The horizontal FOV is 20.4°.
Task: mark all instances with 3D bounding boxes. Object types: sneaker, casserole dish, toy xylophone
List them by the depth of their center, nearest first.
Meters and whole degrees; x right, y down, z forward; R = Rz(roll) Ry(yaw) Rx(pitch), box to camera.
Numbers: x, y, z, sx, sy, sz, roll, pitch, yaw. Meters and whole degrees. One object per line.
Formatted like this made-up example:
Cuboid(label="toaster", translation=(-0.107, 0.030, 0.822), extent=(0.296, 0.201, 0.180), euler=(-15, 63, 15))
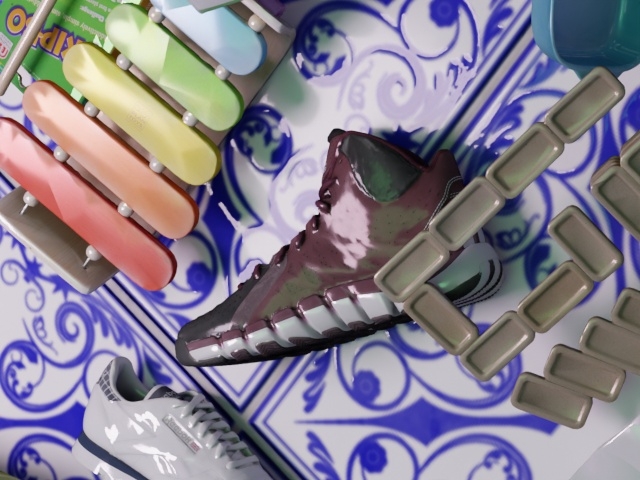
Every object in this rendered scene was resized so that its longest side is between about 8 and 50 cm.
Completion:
Cuboid(label="casserole dish", translation=(0.196, -0.205, 1.266), extent=(0.037, 0.114, 0.188), euler=(17, 105, 48))
Cuboid(label="sneaker", translation=(0.000, 0.000, 1.415), extent=(0.281, 0.106, 0.162), euler=(-17, 81, 21))
Cuboid(label="toy xylophone", translation=(-0.166, -0.121, 1.479), extent=(0.236, 0.081, 0.322), euler=(33, 113, 9))
Cuboid(label="sneaker", translation=(-0.107, 0.182, 1.500), extent=(0.235, 0.090, 0.094), euler=(23, 97, 25))

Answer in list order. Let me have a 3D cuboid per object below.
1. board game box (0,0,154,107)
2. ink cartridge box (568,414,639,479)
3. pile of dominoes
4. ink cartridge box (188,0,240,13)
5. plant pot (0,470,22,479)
Cuboid(label="board game box", translation=(-0.194, -0.230, 1.534), extent=(0.124, 0.039, 0.259), euler=(44, 113, 19))
Cuboid(label="ink cartridge box", translation=(0.276, 0.191, 1.232), extent=(0.181, 0.056, 0.224), euler=(51, 148, 17))
Cuboid(label="pile of dominoes", translation=(0.194, 0.009, 1.301), extent=(0.196, 0.040, 0.251), euler=(45, 109, -6))
Cuboid(label="ink cartridge box", translation=(-0.037, -0.295, 1.341), extent=(0.154, 0.093, 0.212), euler=(-13, 50, 30))
Cuboid(label="plant pot", translation=(-0.417, 0.284, 1.610), extent=(0.293, 0.275, 0.274), euler=(23, 107, 43))
